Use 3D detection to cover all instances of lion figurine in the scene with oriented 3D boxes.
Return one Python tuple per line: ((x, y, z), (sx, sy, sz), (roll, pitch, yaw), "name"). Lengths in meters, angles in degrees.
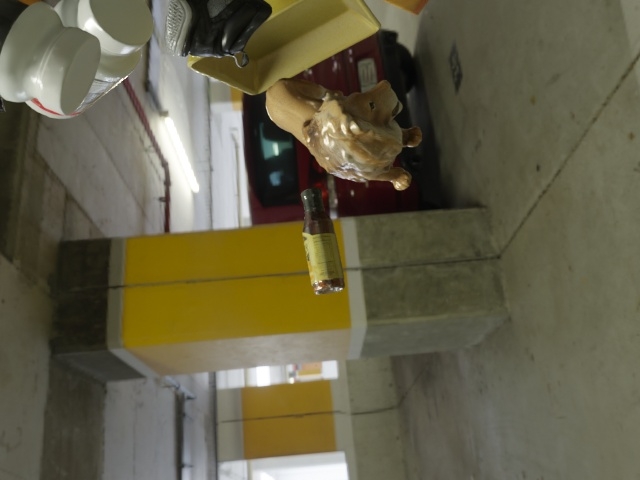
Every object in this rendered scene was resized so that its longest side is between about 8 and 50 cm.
((0.007, -0.186, 0.966), (0.392, 0.240, 0.142), (28, 103, 48), "lion figurine")

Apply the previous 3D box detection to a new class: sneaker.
((-0.145, -0.402, 0.942), (0.101, 0.153, 0.268), (-148, 70, -72), "sneaker")

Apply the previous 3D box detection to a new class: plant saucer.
((-0.069, -0.423, 1.228), (0.080, 0.333, 0.333), (68, -163, 4), "plant saucer")

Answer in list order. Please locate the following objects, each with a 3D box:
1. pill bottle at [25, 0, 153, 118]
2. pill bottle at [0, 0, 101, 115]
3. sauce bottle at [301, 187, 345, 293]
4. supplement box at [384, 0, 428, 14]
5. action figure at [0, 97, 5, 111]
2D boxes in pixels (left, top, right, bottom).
((-0.471, -0.379, 1.220), (0.176, 0.319, 0.176), (19, -117, -42), "pill bottle")
((-0.490, -0.305, 0.917), (0.162, 0.279, 0.162), (-157, 90, -82), "pill bottle")
((0.000, 0.000, 0.744), (0.042, 0.042, 0.128), (89, 171, -73), "sauce bottle")
((0.098, -0.437, 0.981), (0.078, 0.234, 0.080), (-49, 65, 30), "supplement box")
((-0.643, -0.392, 1.175), (0.185, 0.099, 0.284), (3, 92, 46), "action figure")
